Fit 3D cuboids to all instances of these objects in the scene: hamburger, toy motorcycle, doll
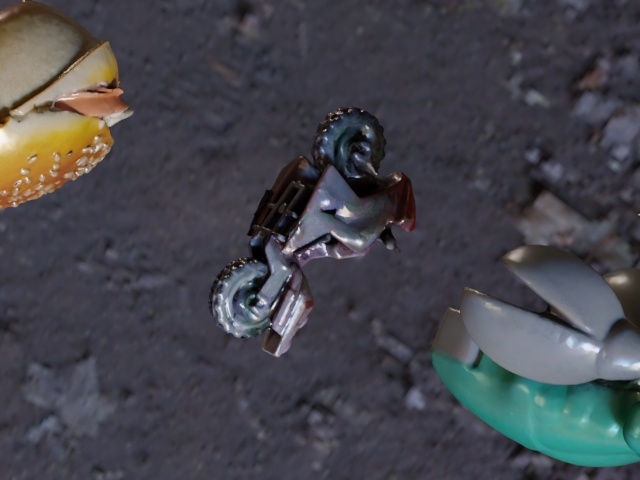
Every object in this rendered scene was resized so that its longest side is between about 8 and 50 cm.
[{"bbox_3d":[-0.264,-0.093,1.489,0.237,0.237,0.147,-34,96,-41],"label":"hamburger"},{"bbox_3d":[0.000,0.000,1.526,0.122,0.082,0.213,39,81,-26],"label":"toy motorcycle"},{"bbox_3d":[0.210,0.091,1.323,0.258,0.195,0.153,23,87,8],"label":"doll"}]

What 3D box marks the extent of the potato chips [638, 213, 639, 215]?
[{"bbox_3d":[0.459,-0.004,2.010,0.228,0.059,0.167,8,69,-4],"label":"potato chips"}]
